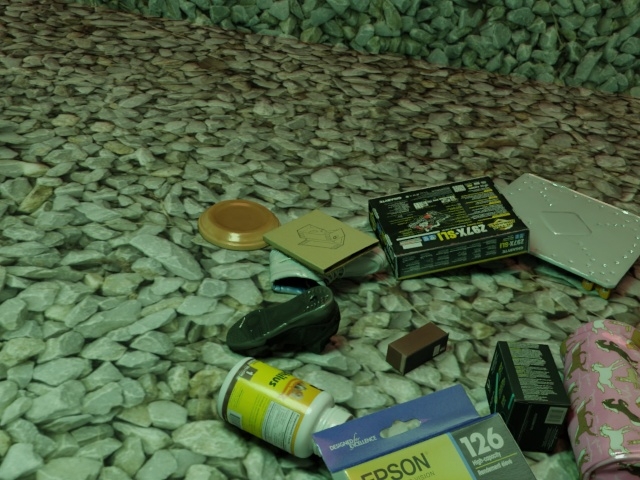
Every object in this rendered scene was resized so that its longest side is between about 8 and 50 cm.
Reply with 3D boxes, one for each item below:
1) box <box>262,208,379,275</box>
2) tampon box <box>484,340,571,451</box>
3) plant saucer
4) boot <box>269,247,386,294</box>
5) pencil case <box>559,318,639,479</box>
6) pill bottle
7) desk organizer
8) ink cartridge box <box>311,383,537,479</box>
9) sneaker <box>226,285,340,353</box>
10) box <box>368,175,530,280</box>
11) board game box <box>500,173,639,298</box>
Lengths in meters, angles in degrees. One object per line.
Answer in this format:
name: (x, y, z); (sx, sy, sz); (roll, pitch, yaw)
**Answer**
box: (0.000, 0.000, 1.763); (0.164, 0.021, 0.201); (-27, 38, -34)
tampon box: (0.370, 0.280, 1.467); (0.101, 0.120, 0.161); (6, 33, -3)
plant saucer: (-0.192, -0.044, 1.930); (0.200, 0.037, 0.200); (6, 32, -4)
boot: (0.015, 0.072, 1.760); (0.258, 0.095, 0.123); (-1, 38, 1)
pencil case: (0.528, 0.300, 1.441); (0.167, 0.160, 0.386); (39, 29, -14)
pill bottle: (-0.058, 0.288, 1.364); (0.215, 0.117, 0.117); (21, 35, 20)
desk organizer: (0.192, 0.212, 1.606); (0.130, 0.047, 0.050); (-21, 40, -38)
ink cartridge box: (0.185, 0.377, 1.242); (0.303, 0.072, 0.307); (-13, 60, -27)
sneaker: (-0.064, 0.181, 1.575); (0.227, 0.130, 0.087); (-23, 40, 3)
box: (0.297, -0.036, 1.929); (0.322, 0.079, 0.257); (-12, 37, -6)
board game box: (0.618, -0.025, 2.067); (0.390, 0.050, 0.390); (26, 36, 27)
